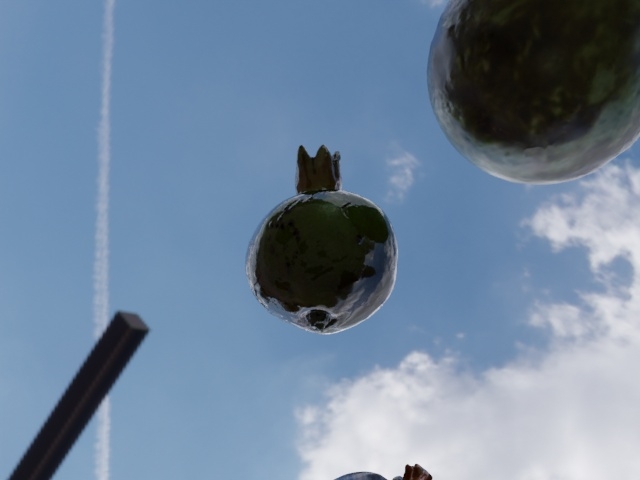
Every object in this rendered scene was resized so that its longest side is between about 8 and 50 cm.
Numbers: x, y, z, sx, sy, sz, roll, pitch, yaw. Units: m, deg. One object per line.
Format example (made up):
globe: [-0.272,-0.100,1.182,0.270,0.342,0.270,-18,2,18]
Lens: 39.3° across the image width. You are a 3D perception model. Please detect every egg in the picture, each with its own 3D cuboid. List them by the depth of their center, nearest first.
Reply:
egg: [0.239,-0.194,0.905,0.238,0.238,0.289,50,-56,31]

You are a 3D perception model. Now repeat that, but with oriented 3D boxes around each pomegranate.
pomegranate: [0.000,0.000,0.930,0.159,0.159,0.205,-16,-117,30]

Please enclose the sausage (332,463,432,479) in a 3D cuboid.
sausage: [-0.022,0.207,0.468,0.071,0.071,0.234,42,-85,33]
